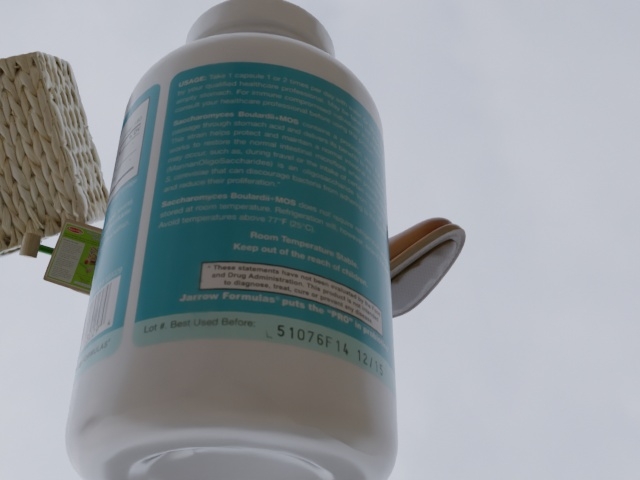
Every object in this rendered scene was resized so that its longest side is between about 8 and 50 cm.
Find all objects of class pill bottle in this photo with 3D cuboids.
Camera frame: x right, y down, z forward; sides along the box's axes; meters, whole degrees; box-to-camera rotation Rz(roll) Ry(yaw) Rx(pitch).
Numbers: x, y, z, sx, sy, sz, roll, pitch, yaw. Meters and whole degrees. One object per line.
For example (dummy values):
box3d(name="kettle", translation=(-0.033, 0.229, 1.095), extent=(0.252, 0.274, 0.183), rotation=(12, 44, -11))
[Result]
box3d(name="pill bottle", translation=(-0.037, -0.004, 0.431), extent=(0.146, 0.146, 0.264), rotation=(9, -125, -11))

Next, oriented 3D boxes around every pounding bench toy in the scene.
box3d(name="pounding bench toy", translation=(-0.195, 0.016, 0.681), extent=(0.083, 0.065, 0.052), rotation=(16, -99, 8))

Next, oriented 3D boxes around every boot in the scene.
box3d(name="boot", translation=(0.000, 0.000, 0.640), extent=(0.197, 0.073, 0.152), rotation=(-34, -121, 15))

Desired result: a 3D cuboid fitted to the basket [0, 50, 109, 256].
box3d(name="basket", translation=(-0.261, -0.077, 0.740), extent=(0.103, 0.113, 0.167), rotation=(-14, -84, 1))
